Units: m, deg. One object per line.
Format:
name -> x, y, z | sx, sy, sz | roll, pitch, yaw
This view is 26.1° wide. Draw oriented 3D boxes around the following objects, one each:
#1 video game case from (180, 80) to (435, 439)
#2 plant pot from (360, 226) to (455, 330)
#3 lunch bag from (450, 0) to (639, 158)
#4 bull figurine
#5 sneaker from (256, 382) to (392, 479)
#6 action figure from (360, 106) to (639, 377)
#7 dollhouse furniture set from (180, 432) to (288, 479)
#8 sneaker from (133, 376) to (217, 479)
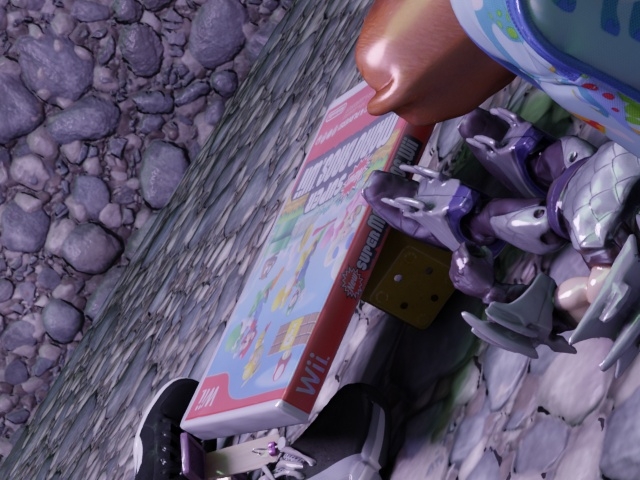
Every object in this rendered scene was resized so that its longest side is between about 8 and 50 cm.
video game case -> 0.000, 0.000, 0.953 | 0.204, 0.025, 0.285 | -25, 38, 65
plant pot -> 0.058, 0.016, 0.952 | 0.081, 0.081, 0.083 | -55, 19, 17
lunch bag -> 0.170, -0.100, 0.486 | 0.176, 0.219, 0.090 | -59, 14, -1
bull figurine -> 0.146, -0.179, 0.766 | 0.310, 0.101, 0.188 | -34, 14, 17
sneaker -> -0.048, 0.173, 0.884 | 0.228, 0.132, 0.086 | -65, 15, -21
action figure -> 0.130, -0.023, 0.738 | 0.185, 0.099, 0.285 | -49, 17, -9
dollhouse furniture set -> -0.053, 0.210, 1.090 | 0.081, 0.091, 0.114 | -15, 56, 11
sneaker -> -0.116, 0.210, 1.190 | 0.121, 0.079, 0.217 | -34, 37, 55
